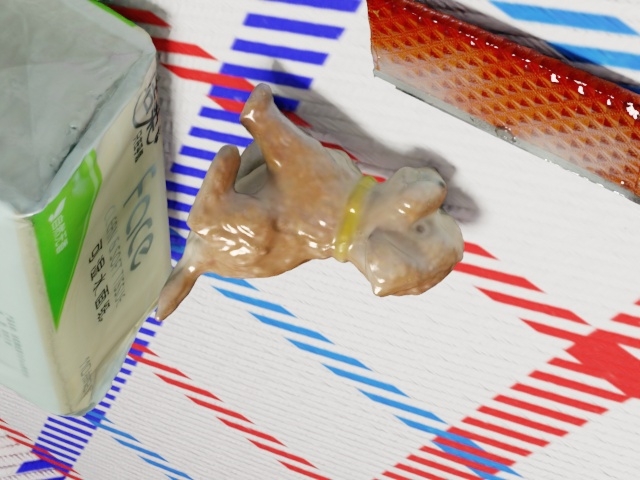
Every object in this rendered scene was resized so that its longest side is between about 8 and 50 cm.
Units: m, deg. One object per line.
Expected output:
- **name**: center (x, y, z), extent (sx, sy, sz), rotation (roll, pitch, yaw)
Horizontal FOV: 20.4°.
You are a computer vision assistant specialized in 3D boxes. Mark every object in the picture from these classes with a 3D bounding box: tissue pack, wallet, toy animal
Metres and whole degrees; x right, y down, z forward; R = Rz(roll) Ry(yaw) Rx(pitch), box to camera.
- **tissue pack**: center (-0.291, -0.072, 1.430), extent (0.331, 0.205, 0.405), rotation (30, 155, 11)
- **wallet**: center (0.117, -0.090, 1.089), extent (0.196, 0.020, 0.103), rotation (27, 156, 17)
- **toy animal**: center (-0.003, 0.011, 1.256), extent (0.185, 0.184, 0.104), rotation (26, -179, 1)
